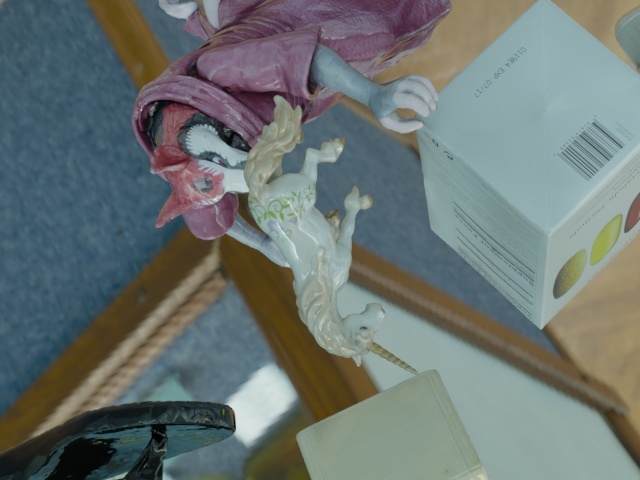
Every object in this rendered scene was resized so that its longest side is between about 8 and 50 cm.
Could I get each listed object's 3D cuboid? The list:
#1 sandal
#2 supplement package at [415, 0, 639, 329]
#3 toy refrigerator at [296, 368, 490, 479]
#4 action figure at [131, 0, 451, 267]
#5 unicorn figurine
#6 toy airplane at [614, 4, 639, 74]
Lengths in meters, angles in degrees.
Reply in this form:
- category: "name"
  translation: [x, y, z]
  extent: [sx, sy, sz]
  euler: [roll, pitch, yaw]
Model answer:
- category: "sandal"
  translation: [-0.105, 0.105, 0.624]
  extent: [0.179, 0.040, 0.067]
  euler: [-24, 154, 27]
- category: "supplement package"
  translation: [0.172, -0.051, 1.164]
  extent: [0.139, 0.134, 0.244]
  euler: [-43, 162, -8]
- category: "toy refrigerator"
  translation: [0.084, 0.214, 1.012]
  extent: [0.102, 0.094, 0.269]
  euler: [-25, 136, 1]
- category: "action figure"
  translation: [-0.050, -0.136, 1.158]
  extent: [0.248, 0.276, 0.370]
  euler: [-49, 178, 36]
- category: "unicorn figurine"
  translation: [0.000, 0.000, 0.914]
  extent: [0.060, 0.111, 0.162]
  euler: [-27, 118, 38]
- category: "toy airplane"
  translation: [0.435, -0.211, 1.234]
  extent: [0.386, 0.272, 0.384]
  euler: [-61, -173, -20]
